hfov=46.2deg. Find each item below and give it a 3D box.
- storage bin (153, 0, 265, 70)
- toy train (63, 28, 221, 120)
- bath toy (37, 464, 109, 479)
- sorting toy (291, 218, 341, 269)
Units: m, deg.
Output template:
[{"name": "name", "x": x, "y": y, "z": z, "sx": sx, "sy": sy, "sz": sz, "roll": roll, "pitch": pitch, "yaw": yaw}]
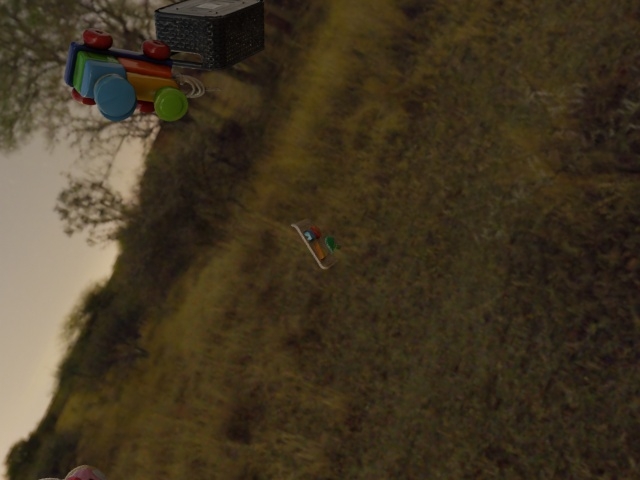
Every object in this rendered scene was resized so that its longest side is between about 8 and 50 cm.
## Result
[{"name": "storage bin", "x": -0.177, "y": -0.345, "z": 1.230, "sx": 0.180, "sy": 0.122, "sz": 0.084, "roll": -49, "pitch": -34, "yaw": -56}, {"name": "toy train", "x": -0.226, "y": -0.217, "z": 1.080, "sx": 0.143, "sy": 0.248, "sz": 0.105, "roll": 47, "pitch": 125, "yaw": 46}, {"name": "bath toy", "x": -0.343, "y": 0.388, "z": 1.053, "sx": 0.348, "sy": 0.129, "sz": 0.151, "roll": 117, "pitch": 161, "yaw": -66}, {"name": "sorting toy", "x": 0.000, "y": 0.000, "z": 0.828, "sx": 0.012, "sy": 0.062, "sz": 0.083, "roll": -37, "pitch": -3, "yaw": 16}]
